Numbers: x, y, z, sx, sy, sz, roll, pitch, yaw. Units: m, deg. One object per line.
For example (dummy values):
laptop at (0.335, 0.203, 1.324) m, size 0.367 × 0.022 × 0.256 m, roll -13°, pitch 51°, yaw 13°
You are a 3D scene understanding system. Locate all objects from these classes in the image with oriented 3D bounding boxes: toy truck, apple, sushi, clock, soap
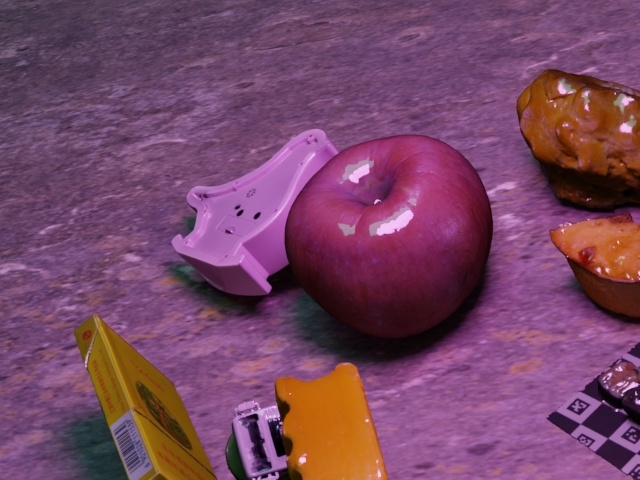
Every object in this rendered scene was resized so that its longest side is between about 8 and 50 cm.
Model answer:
toy truck at (-0.053, 0.254, 1.648) m, size 0.125 × 0.242 × 0.101 m, roll -14°, pitch 75°, yaw -4°
apple at (0.099, -0.003, 1.896) m, size 0.305 × 0.235 × 0.306 m, roll -14°, pitch 37°, yaw 11°
sushi at (0.410, 0.197, 1.662) m, size 0.192 × 0.051 × 0.215 m, roll -35°, pitch 39°, yaw -21°
clock at (-0.102, -0.050, 2.105) m, size 0.275 × 0.080 × 0.290 m, roll -51°, pitch 31°, yaw -18°
soap at (0.035, 0.314, 1.454) m, size 0.096 × 0.324 × 0.204 m, roll -13°, pitch 39°, yaw -1°

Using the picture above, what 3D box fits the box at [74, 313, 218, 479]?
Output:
box at (-0.211, 0.247, 1.749) m, size 0.047 × 0.187 × 0.335 m, roll -39°, pitch 38°, yaw 4°

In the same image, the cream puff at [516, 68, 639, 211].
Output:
cream puff at (0.412, -0.141, 2.009) m, size 0.281 × 0.185 × 0.282 m, roll 16°, pitch 10°, yaw -3°

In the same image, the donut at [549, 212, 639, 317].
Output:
donut at (0.467, 0.033, 1.799) m, size 0.295 × 0.112 × 0.151 m, roll -14°, pitch 39°, yaw 9°
